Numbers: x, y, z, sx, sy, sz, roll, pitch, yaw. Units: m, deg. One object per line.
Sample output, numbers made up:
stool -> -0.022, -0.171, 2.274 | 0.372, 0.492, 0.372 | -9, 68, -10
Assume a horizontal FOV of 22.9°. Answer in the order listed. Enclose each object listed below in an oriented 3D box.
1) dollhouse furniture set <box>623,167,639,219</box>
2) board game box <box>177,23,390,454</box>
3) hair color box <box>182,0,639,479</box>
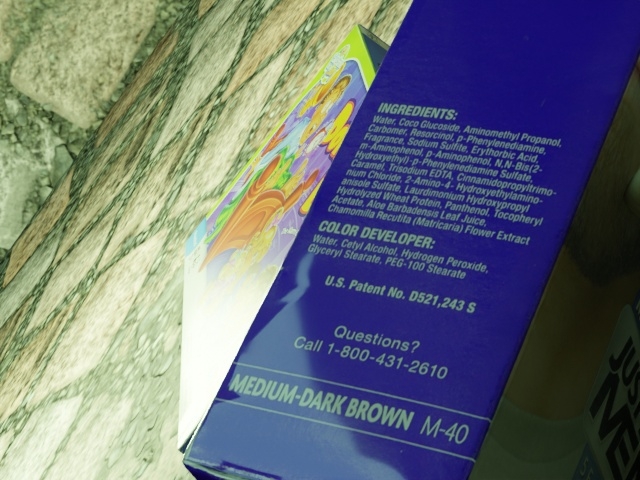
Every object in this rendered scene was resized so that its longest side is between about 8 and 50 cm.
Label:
dollhouse furniture set -> 0.228, -0.164, 0.564 | 0.286, 0.198, 0.303 | -40, 21, 42
board game box -> 0.000, 0.000, 1.112 | 0.233, 0.078, 0.347 | -51, 16, 15
hair color box -> 0.091, -0.002, 0.633 | 0.110, 0.185, 0.339 | 8, 58, 28
